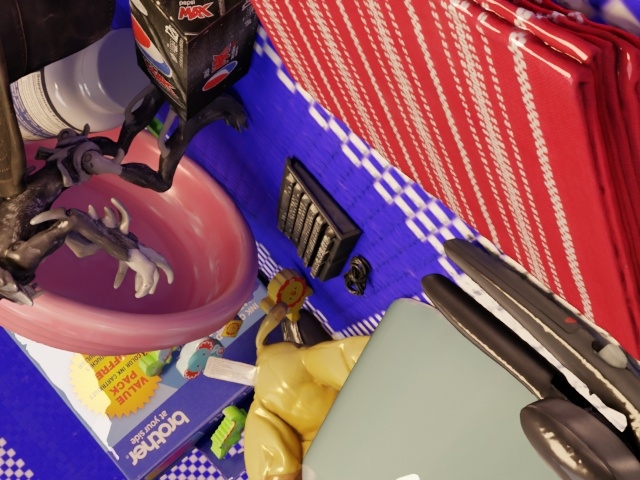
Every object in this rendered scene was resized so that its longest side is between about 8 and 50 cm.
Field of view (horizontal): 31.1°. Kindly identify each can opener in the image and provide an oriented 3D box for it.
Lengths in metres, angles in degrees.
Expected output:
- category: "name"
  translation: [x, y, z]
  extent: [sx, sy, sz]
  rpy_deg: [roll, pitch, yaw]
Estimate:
- category: "can opener"
  translation: [0.118, 0.060, 0.593]
  extent: [0.073, 0.059, 0.186]
  rpy_deg: [22, -156, -48]

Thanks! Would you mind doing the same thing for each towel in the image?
- category: "towel"
  translation: [0.043, -0.073, 0.496]
  extent: [0.275, 0.031, 0.199]
  rpy_deg: [43, 169, 38]

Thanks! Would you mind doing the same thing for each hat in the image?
- category: "hat"
  translation: [-0.220, -0.201, 0.775]
  extent: [0.331, 0.134, 0.331]
  rpy_deg: [38, 140, 42]

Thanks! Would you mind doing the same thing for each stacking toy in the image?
- category: "stacking toy"
  translation: [-0.112, 0.092, 1.218]
  extent: [0.052, 0.221, 0.167]
  rpy_deg: [11, -159, -45]

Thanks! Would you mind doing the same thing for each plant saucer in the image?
- category: "plant saucer"
  translation: [-0.222, -0.009, 1.061]
  extent: [0.332, 0.084, 0.332]
  rpy_deg: [23, -149, -15]

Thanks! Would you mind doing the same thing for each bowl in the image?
- category: "bowl"
  translation: [0.103, 0.211, 0.860]
  extent: [0.311, 0.163, 0.311]
  rpy_deg: [46, 167, 14]

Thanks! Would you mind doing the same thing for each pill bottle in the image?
- category: "pill bottle"
  translation: [-0.213, -0.138, 0.999]
  extent: [0.169, 0.094, 0.094]
  rpy_deg: [-1, 133, 44]

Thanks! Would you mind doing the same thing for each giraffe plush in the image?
- category: "giraffe plush"
  translation: [0.013, 0.169, 1.126]
  extent: [0.210, 0.181, 0.170]
  rpy_deg: [28, 180, 34]

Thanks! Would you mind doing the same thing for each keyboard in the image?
- category: "keyboard"
  translation: [0.000, 0.000, 0.915]
  extent: [0.108, 0.023, 0.180]
  rpy_deg: [48, 169, 6]

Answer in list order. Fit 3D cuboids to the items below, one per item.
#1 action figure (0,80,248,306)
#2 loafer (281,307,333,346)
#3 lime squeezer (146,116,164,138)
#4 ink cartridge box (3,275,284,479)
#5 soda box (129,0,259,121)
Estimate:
- category: "action figure"
  translation: [-0.178, -0.022, 0.873]
  extent: [0.164, 0.276, 0.141]
  rpy_deg: [37, 166, 47]
- category: "loafer"
  translation: [0.019, 0.143, 1.260]
  extent: [0.061, 0.062, 0.170]
  rpy_deg: [-27, 98, 39]
- category: "lime squeezer"
  translation: [-0.222, -0.205, 1.057]
  extent: [0.110, 0.058, 0.310]
  rpy_deg: [13, 154, 16]
- category: "ink cartridge box"
  translation: [-0.198, 0.109, 1.392]
  extent: [0.395, 0.270, 0.151]
  rpy_deg: [48, 174, 7]
- category: "soda box"
  translation: [-0.076, -0.127, 0.689]
  extent: [0.053, 0.060, 0.169]
  rpy_deg: [50, 169, 3]
